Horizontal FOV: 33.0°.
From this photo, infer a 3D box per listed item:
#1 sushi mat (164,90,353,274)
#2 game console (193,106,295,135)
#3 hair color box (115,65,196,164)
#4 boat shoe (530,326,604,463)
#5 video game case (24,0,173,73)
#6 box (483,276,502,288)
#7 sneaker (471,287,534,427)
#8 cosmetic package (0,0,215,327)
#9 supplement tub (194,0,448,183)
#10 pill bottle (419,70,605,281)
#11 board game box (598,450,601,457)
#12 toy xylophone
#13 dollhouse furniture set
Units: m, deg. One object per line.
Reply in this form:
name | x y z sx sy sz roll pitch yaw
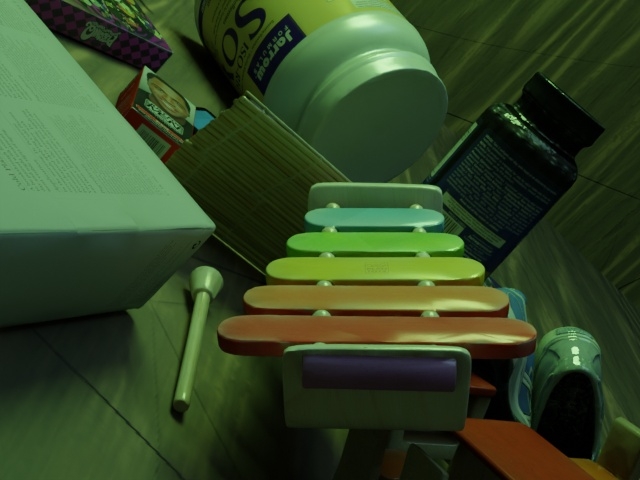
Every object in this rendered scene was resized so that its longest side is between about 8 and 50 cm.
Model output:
sushi mat | 0.000 0.000 1.003 0.316 0.151 0.019 39 43 -21
game console | -0.100 -0.135 1.232 0.122 0.107 0.071 -17 92 -72
hair color box | -0.165 -0.117 1.064 0.072 0.043 0.141 38 16 -20
boat shoe | 0.221 0.194 1.016 0.079 0.228 0.081 5 27 7
video game case | -0.291 -0.295 1.196 0.210 0.042 0.232 54 17 24
box | 0.129 0.075 1.225 0.184 0.103 0.261 42 16 -2
sneaker | 0.167 0.143 0.992 0.080 0.211 0.081 11 20 32
cosmetic package | -0.270 -0.112 0.683 0.377 0.097 0.284 49 14 14
supplement tub | -0.002 -0.246 1.442 0.241 0.241 0.331 25 25 -51
pill bottle | 0.192 -0.066 1.146 0.122 0.219 0.123 37 16 -13
board game box | 0.193 0.195 1.092 0.181 0.092 0.043 40 17 -18
toy xylophone | 0.011 0.046 0.790 0.236 0.081 0.323 -2 22 -5
dollhouse furniture set | 0.134 0.150 0.824 0.262 0.135 0.259 9 13 -28
